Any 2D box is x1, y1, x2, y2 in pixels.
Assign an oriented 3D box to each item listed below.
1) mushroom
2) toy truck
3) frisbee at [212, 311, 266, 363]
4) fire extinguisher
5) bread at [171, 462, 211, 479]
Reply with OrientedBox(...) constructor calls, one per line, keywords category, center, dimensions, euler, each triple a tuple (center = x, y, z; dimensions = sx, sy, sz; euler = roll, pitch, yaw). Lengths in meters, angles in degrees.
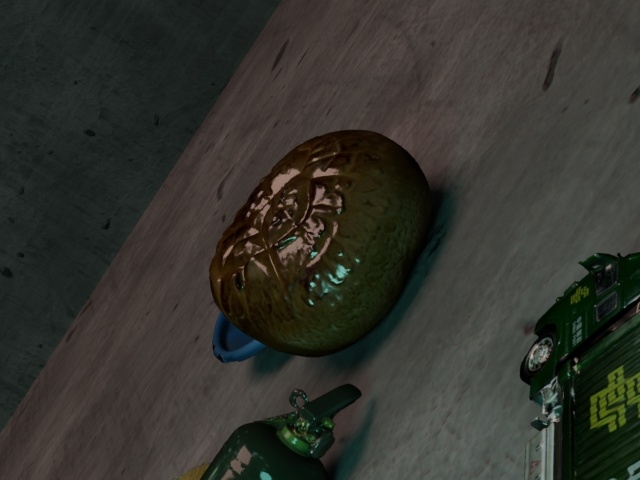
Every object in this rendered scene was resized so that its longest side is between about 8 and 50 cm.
OrientedBox(category="mushroom", center=(0.000, 0.000, 1.206), dimensions=(0.253, 0.153, 0.253), euler=(-39, 28, 26))
OrientedBox(category="toy truck", center=(0.155, 0.110, 0.586), dimensions=(0.121, 0.088, 0.259), euler=(-47, 18, 37))
OrientedBox(category="frisbee", center=(-0.034, 0.046, 1.423), dimensions=(0.242, 0.045, 0.242), euler=(-43, 21, 21))
OrientedBox(category="fire extinguisher", center=(-0.075, 0.248, 1.040), dimensions=(0.311, 0.095, 0.114), euler=(-56, -27, 8))
OrientedBox(category="bread", center=(-0.162, 0.338, 1.228), dimensions=(0.267, 0.040, 0.267), euler=(-52, 14, 19))
